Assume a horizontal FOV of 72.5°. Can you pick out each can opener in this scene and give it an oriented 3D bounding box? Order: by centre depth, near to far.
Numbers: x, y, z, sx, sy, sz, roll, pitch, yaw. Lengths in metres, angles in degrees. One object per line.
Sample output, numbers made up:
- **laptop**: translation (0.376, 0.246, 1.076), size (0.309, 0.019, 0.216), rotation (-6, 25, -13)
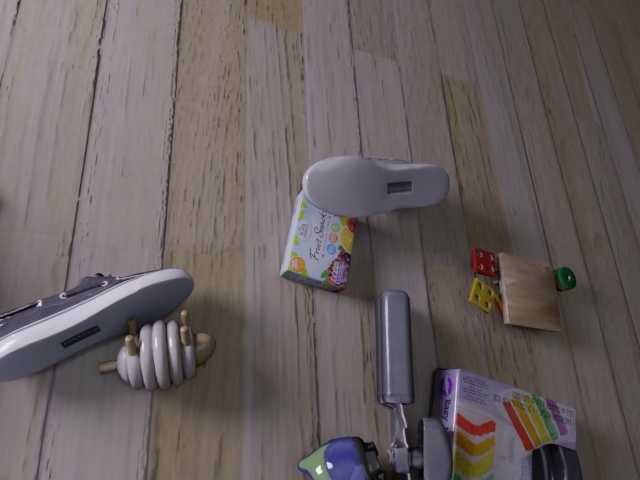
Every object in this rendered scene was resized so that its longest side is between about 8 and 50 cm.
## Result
- **can opener**: translation (0.132, 0.216, 0.636), size (0.095, 0.076, 0.284), rotation (3, 69, -4)

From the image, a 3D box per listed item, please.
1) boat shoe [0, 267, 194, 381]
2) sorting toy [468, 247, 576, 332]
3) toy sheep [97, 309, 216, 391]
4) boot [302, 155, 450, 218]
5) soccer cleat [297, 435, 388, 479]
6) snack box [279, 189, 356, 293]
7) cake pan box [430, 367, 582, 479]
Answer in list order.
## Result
- **boat shoe**: translation (-0.267, 0.076, 0.511), size (0.228, 0.080, 0.076), rotation (-27, 59, -27)
- **sorting toy**: translation (0.371, 0.100, 0.817), size (0.274, 0.046, 0.133), rotation (12, 67, -22)
- **toy sheep**: translation (-0.190, 0.134, 0.515), size (0.132, 0.091, 0.091), rotation (-5, 73, -13)
- **boot**: translation (0.073, -0.089, 0.710), size (0.258, 0.123, 0.095), rotation (-1, 100, -26)
- **soccer cleat**: translation (0.049, 0.397, 0.541), size (0.121, 0.093, 0.289), rotation (-16, 78, 2)
- **snack box**: translation (0.000, 0.000, 0.682), size (0.100, 0.037, 0.141), rotation (18, 64, -17)
- **cake pan box**: translation (0.285, 0.353, 0.672), size (0.266, 0.070, 0.246), rotation (23, 65, -17)
